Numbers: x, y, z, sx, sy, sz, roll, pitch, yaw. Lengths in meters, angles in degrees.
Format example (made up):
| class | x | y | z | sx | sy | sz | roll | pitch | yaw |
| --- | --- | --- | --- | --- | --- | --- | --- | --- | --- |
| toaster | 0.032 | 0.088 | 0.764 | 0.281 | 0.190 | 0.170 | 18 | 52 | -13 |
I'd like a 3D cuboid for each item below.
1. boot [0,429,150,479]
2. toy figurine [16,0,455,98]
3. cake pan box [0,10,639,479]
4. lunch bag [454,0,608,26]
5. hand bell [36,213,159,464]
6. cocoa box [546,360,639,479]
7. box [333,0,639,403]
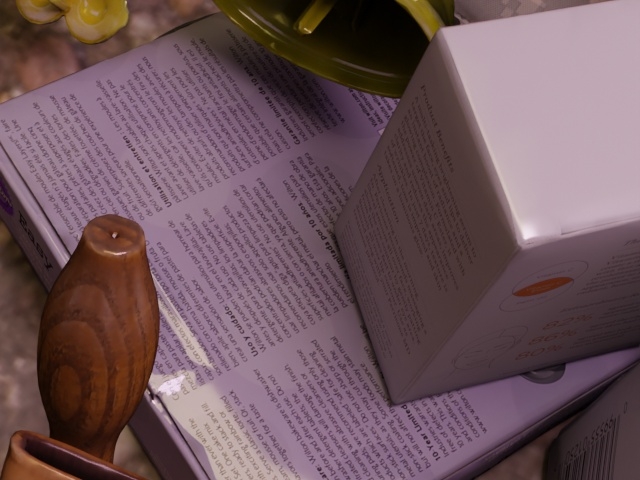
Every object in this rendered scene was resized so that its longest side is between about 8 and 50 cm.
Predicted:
| class | x | y | z | sx | sy | sz | roll | pitch | yaw |
| --- | --- | --- | --- | --- | --- | --- | --- | --- | --- |
| boot | -0.136 | 0.195 | 0.502 | 0.264 | 0.096 | 0.280 | 22 | 102 | -2 |
| toy figurine | -0.051 | -0.223 | 0.722 | 0.362 | 0.191 | 0.217 | 20 | 49 | 28 |
| cake pan box | 0.000 | 0.000 | 0.736 | 0.246 | 0.070 | 0.267 | -28 | 74 | -26 |
| lunch bag | 0.190 | -0.171 | 0.777 | 0.235 | 0.169 | 0.287 | 32 | 81 | -14 |
| hand bell | -0.088 | 0.085 | 0.558 | 0.126 | 0.242 | 0.126 | 9 | 40 | -8 |
| cocoa box | 0.235 | 0.147 | 0.557 | 0.228 | 0.347 | 0.231 | 14 | 62 | -6 |
| box | 0.095 | -0.014 | 0.631 | 0.130 | 0.170 | 0.091 | -11 | 68 | -19 |
